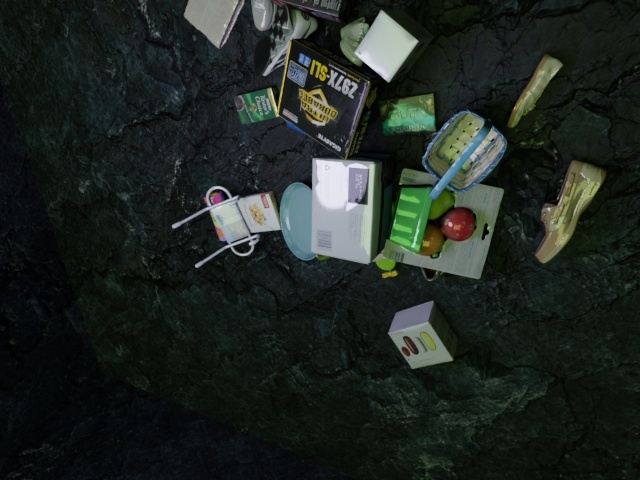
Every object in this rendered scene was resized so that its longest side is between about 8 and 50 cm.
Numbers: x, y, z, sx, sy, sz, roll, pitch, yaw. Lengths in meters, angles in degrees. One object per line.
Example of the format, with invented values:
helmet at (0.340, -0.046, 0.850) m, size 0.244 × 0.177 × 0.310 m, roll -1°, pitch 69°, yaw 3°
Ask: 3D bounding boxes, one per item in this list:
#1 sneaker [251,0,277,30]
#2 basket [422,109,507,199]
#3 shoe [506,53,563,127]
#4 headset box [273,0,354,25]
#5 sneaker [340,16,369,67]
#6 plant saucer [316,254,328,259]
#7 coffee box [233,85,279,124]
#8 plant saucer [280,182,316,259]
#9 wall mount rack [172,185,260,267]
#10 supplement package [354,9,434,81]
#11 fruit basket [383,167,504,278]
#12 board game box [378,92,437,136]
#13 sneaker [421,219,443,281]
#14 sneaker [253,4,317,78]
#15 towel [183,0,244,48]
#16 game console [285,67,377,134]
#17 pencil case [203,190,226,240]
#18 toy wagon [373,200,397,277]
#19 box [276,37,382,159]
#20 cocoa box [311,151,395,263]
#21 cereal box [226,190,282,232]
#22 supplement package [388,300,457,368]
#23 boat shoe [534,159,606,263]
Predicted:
sneaker at (-0.207, -0.837, 1.361) m, size 0.099 × 0.121 × 0.262 m, roll 17°, pitch 123°, yaw 18°
basket at (0.438, -0.269, 1.261) m, size 0.201 × 0.289 × 0.255 m, roll 40°, pitch 130°, yaw 7°
shoe at (0.624, -0.428, 1.215) m, size 0.058 × 0.076 × 0.219 m, roll 31°, pitch 124°, yaw 14°
headset box at (-0.029, -0.821, 1.263) m, size 0.293 × 0.110 × 0.218 m, roll 22°, pitch 109°, yaw 13°
sneaker at (0.116, -0.626, 1.282) m, size 0.094 × 0.212 × 0.080 m, roll -29°, pitch 139°, yaw 31°
plant saucer at (0.000, 0.000, 1.732) m, size 0.188 × 0.045 × 0.188 m, roll 56°, pitch 144°, yaw -5°
coffee box at (-0.242, -0.523, 1.602) m, size 0.184 × 0.040 × 0.113 m, roll -2°, pitch 116°, yaw 27°
plant saucer at (-0.066, -0.079, 1.686) m, size 0.317 × 0.043 × 0.318 m, roll 21°, pitch 116°, yaw 51°
wall mount rack at (-0.446, -0.046, 1.808) m, size 0.304 × 0.130 × 0.350 m, roll -21°, pitch 111°, yaw 7°
supplement package at (0.222, -0.579, 1.221) m, size 0.134 × 0.244 × 0.139 m, roll 40°, pitch 127°, yaw 1°
fruit basket at (0.422, -0.058, 1.446) m, size 0.353 × 0.165 × 0.327 m, roll 11°, pitch 98°, yaw -2°
board game box at (0.297, -0.425, 1.406) m, size 0.186 × 0.026 × 0.126 m, roll 0°, pitch 117°, yaw 26°
sneaker at (0.408, 0.029, 1.556) m, size 0.100 × 0.108 × 0.272 m, roll -9°, pitch 109°, yaw 30°
sneaker at (-0.124, -0.658, 1.425) m, size 0.330 × 0.146 × 0.122 m, roll -18°, pitch 80°, yaw 57°
towel at (-0.370, -0.864, 1.471) m, size 0.187 × 0.049 × 0.282 m, roll 43°, pitch 127°, yaw 0°
game console at (0.032, -0.499, 1.493) m, size 0.293 × 0.173 × 0.250 m, roll 27°, pitch 156°, yaw 11°
pencil case at (-0.458, -0.110, 1.903) m, size 0.104 × 0.104 × 0.236 m, roll -2°, pitch 116°, yaw 27°
toy wagon at (0.220, -0.011, 1.649) m, size 0.267 × 0.068 × 0.344 m, roll -16°, pitch 110°, yaw 32°
box at (0.015, -0.448, 1.305) m, size 0.322 × 0.079 × 0.257 m, roll 39°, pitch 133°, yaw 22°
cocoa box at (0.118, -0.130, 1.464) m, size 0.231 × 0.228 × 0.347 m, roll 10°, pitch 112°, yaw 24°
cereal box at (-0.293, -0.121, 1.846) m, size 0.240 × 0.047 × 0.173 m, roll -6°, pitch 114°, yaw 28°
supplement package at (0.429, 0.396, 1.724) m, size 0.194 × 0.149 × 0.203 m, roll -27°, pitch 104°, yaw 34°
boat shoe at (0.765, -0.088, 1.321) m, size 0.110 × 0.121 × 0.341 m, roll 26°, pitch 115°, yaw 16°
